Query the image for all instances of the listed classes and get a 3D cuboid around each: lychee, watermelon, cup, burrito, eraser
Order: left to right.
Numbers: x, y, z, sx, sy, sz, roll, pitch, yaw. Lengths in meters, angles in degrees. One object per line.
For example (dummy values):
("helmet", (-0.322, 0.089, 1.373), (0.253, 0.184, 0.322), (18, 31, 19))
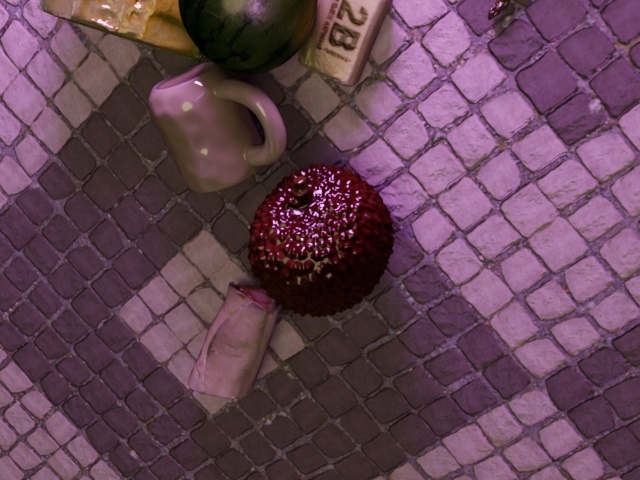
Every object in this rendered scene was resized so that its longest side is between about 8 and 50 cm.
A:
("cup", (-0.192, -0.203, 1.375), (0.173, 0.255, 0.202), (-31, 117, -18))
("burrito", (-0.179, 0.227, 1.619), (0.143, 0.105, 0.299), (32, 117, 14))
("watermelon", (-0.123, -0.406, 1.288), (0.242, 0.242, 0.242), (6, 111, 15))
("lychee", (0.000, 0.000, 1.391), (0.276, 0.275, 0.304), (-6, 133, 19))
("eraser", (0.040, -0.374, 1.352), (0.117, 0.058, 0.172), (26, 115, 6))

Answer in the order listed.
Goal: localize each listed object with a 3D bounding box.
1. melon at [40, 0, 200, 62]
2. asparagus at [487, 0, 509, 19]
("melon", (-0.327, -0.522, 1.328), (0.331, 0.226, 0.343), (21, 103, 6))
("asparagus", (0.371, -0.451, 1.242), (0.248, 0.025, 0.024), (-37, 111, 24))
